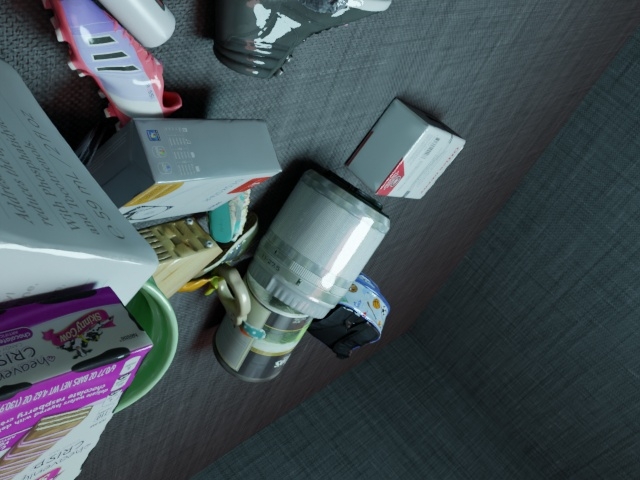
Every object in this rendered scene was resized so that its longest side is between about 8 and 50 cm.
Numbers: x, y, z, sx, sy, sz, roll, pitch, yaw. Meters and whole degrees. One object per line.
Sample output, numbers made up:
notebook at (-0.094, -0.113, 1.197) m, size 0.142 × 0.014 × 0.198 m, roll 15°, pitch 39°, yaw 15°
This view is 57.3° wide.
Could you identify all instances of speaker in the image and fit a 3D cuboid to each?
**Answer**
speaker at (-0.216, -0.272, 0.645) m, size 0.055 × 0.055 × 0.136 m, roll -43°, pitch 158°, yaw 1°

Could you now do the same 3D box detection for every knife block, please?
knife block at (-0.339, 0.091, 1.067) m, size 0.276 × 0.088 × 0.242 m, roll -20°, pitch 150°, yaw -46°

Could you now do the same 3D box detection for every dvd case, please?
dvd case at (-0.325, -0.054, 0.705) m, size 0.018 × 0.221 × 0.164 m, roll 38°, pitch 101°, yaw -25°

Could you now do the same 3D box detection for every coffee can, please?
coffee can at (-0.132, 0.192, 1.457) m, size 0.202 × 0.201 × 0.275 m, roll -19°, pitch 148°, yaw -46°

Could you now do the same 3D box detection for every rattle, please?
rattle at (-0.216, 0.159, 1.273) m, size 0.143 × 0.130 × 0.199 m, roll -36°, pitch 124°, yaw -46°

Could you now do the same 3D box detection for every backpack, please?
backpack at (0.066, 0.198, 1.678) m, size 0.263 × 0.277 × 0.213 m, roll -18°, pitch -137°, yaw 54°

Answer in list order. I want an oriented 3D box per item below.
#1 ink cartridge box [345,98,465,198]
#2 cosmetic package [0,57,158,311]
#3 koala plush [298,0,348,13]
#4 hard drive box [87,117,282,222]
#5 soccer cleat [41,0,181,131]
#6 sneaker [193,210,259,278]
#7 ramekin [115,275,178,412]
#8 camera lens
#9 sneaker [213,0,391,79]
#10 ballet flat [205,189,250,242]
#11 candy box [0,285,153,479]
ink cartridge box at (0.215, -0.212, 1.428) m, size 0.197 × 0.114 × 0.273 m, roll -53°, pitch 156°, yaw 20°
cosmetic package at (-0.417, 0.004, 0.434) m, size 0.327 × 0.329 × 0.394 m, roll -47°, pitch 159°, yaw 10°
koala plush at (0.003, -0.415, 0.651) m, size 0.221 × 0.203 × 0.196 m, roll -56°, pitch 176°, yaw -29°
hard drive box at (-0.204, -0.100, 0.848) m, size 0.181 × 0.089 × 0.232 m, roll -24°, pitch 175°, yaw 40°
soccer cleat at (-0.234, -0.211, 0.680) m, size 0.095 × 0.083 × 0.248 m, roll -25°, pitch 161°, yaw -8°
sneaker at (-0.199, 0.025, 1.214) m, size 0.192 × 0.064 × 0.086 m, roll -40°, pitch 154°, yaw -16°
ramekin at (-0.373, 0.116, 0.845) m, size 0.304 × 0.148 × 0.303 m, roll -15°, pitch 130°, yaw -19°
camera lens at (0.000, 0.000, 1.258) m, size 0.274 × 0.219 × 0.219 m, roll -57°, pitch 157°, yaw 6°
sneaker at (-0.033, -0.313, 0.838) m, size 0.296 × 0.104 × 0.147 m, roll -17°, pitch 149°, yaw -37°
ballet flat at (-0.161, -0.100, 1.046) m, size 0.077 × 0.091 × 0.241 m, roll -70°, pitch 180°, yaw -47°
candy box at (-0.251, 0.152, 0.454) m, size 0.159 × 0.071 × 0.233 m, roll -14°, pitch 145°, yaw -54°
